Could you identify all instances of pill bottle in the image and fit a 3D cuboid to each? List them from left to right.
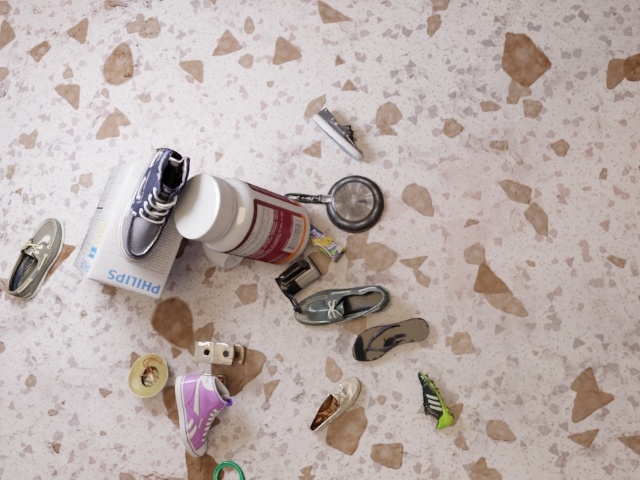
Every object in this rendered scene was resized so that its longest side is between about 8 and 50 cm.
[{"bbox_3d":[-0.230,-0.061,1.785,0.223,0.392,0.224,-9,74,35],"label":"pill bottle"}]

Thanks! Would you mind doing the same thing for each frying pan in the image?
[{"bbox_3d":[0.057,-0.155,1.958,0.326,0.053,0.197,30,85,10],"label":"frying pan"}]

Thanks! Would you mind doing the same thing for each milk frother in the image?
[{"bbox_3d":[-0.056,0.141,1.880,0.134,0.129,0.143,-36,82,3],"label":"milk frother"}]

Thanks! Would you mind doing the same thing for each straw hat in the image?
[{"bbox_3d":[-0.554,0.449,1.940,0.144,0.061,0.145,-3,62,5],"label":"straw hat"}]

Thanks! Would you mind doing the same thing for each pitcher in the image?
[{"bbox_3d":[-0.323,-0.022,1.964,0.177,0.125,0.207,-40,64,-7],"label":"pitcher"}]

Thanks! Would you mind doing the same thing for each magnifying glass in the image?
[{"bbox_3d":[-0.245,0.792,1.844,0.092,0.026,0.231,-43,74,0],"label":"magnifying glass"}]

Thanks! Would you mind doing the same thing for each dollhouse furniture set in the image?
[{"bbox_3d":[-0.323,0.417,1.871,0.128,0.129,0.184,3,79,10],"label":"dollhouse furniture set"}]

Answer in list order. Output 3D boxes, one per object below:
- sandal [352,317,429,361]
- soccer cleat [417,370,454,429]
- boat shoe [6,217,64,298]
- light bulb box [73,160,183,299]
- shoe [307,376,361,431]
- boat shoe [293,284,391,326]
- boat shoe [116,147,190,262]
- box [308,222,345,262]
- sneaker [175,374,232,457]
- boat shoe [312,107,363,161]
[{"bbox_3d":[0.212,0.300,1.839,0.254,0.054,0.097,-24,77,5],"label":"sandal"},{"bbox_3d":[0.333,0.483,1.784,0.072,0.060,0.179,-31,79,4],"label":"soccer cleat"},{"bbox_3d":[-0.998,0.057,2.072,0.109,0.091,0.305,21,84,13],"label":"boat shoe"},{"bbox_3d":[-0.585,-0.036,1.860,0.225,0.357,0.361,23,83,-28],"label":"light bulb box"},{"bbox_3d":[0.042,0.511,1.827,0.076,0.058,0.219,44,89,14],"label":"shoe"},{"bbox_3d":[0.062,0.201,1.861,0.319,0.099,0.117,-10,80,8],"label":"boat shoe"},{"bbox_3d":[-0.460,-0.100,1.630,0.127,0.158,0.341,17,84,-30],"label":"boat shoe"},{"bbox_3d":[0.000,0.000,1.929,0.169,0.059,0.054,38,89,14],"label":"box"},{"bbox_3d":[-0.347,0.547,1.825,0.160,0.102,0.282,-3,110,6],"label":"sneaker"},{"bbox_3d":[0.072,-0.361,1.980,0.076,0.080,0.228,-45,68,1],"label":"boat shoe"}]
